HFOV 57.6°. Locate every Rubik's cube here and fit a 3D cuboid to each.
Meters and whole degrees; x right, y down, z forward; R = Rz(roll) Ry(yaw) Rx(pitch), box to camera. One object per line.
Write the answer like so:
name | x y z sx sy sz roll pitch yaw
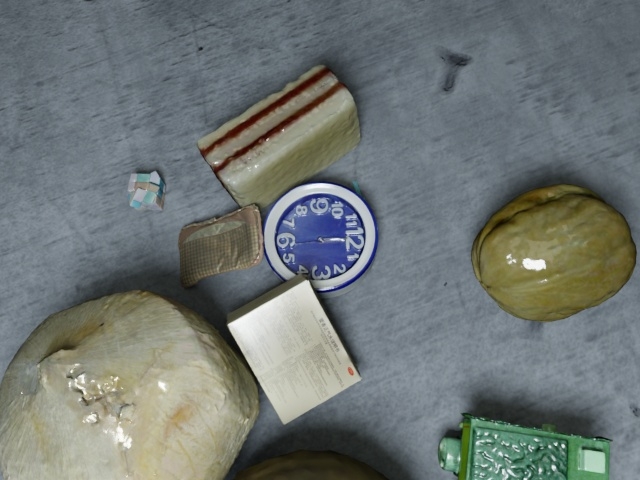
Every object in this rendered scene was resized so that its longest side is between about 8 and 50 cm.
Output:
Rubik's cube | -0.376 -0.104 1.236 0.084 0.073 0.075 -14 70 -3

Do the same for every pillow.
pillow | -0.204 0.010 1.173 0.211 0.034 0.135 -18 65 23

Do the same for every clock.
clock | 0.000 0.000 1.173 0.230 0.083 0.231 -1 69 2

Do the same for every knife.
knife | 0.088 -0.087 1.234 0.014 0.005 0.091 -18 71 1

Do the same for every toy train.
toy train | 0.335 0.377 0.963 0.271 0.188 0.159 9 73 5

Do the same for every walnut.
walnut | 0.418 0.030 1.061 0.282 0.227 0.283 -3 106 -10

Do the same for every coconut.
coconut | -0.313 0.263 0.922 0.404 0.404 0.405 -1 71 3

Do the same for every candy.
candy | -0.072 -0.200 1.194 0.320 0.179 0.135 -33 70 -8

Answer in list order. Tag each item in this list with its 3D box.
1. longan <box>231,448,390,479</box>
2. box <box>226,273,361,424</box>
longan | -0.018 0.503 0.842 0.390 0.391 0.391 -1 71 3
box | -0.049 0.193 1.060 0.168 0.095 0.212 -28 98 -4
